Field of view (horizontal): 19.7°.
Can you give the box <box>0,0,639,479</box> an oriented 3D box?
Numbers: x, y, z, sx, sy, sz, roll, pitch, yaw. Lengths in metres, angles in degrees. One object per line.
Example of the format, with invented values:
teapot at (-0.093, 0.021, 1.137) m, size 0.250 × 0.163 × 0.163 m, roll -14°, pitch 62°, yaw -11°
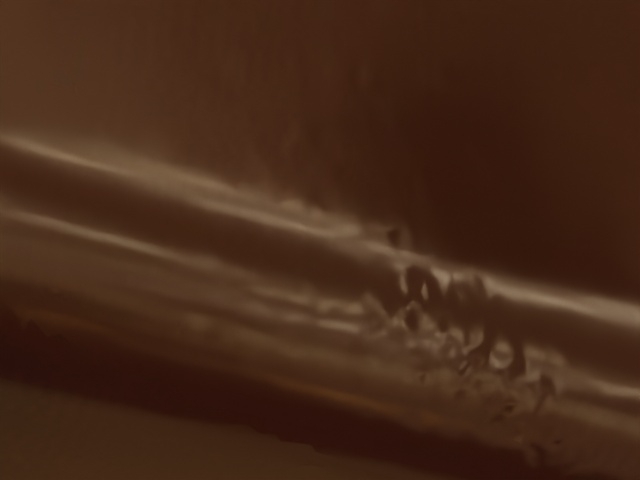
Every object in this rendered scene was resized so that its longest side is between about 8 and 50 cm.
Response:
box at (0.000, 0.000, 0.565) m, size 0.229 × 0.339 × 0.239 m, roll 12°, pitch 65°, yaw -6°
